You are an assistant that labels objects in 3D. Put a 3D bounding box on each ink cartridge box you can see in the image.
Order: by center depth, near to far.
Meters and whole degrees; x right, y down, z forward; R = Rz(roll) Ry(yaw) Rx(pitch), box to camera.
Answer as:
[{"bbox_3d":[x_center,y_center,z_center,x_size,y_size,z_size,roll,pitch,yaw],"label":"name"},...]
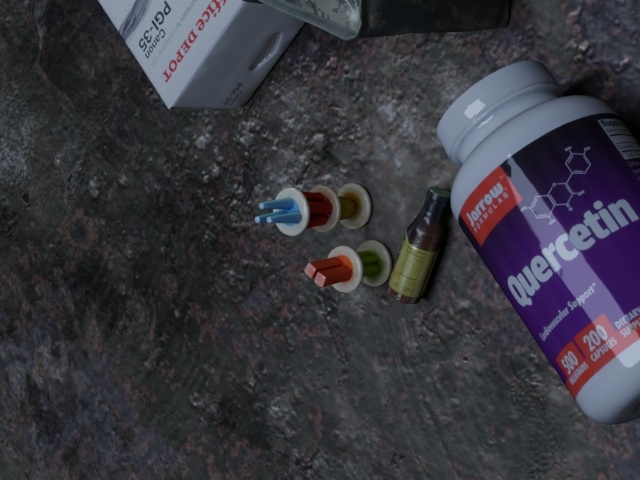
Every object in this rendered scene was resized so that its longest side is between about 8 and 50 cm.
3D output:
[{"bbox_3d":[-0.152,-0.320,1.788,0.207,0.117,0.283,-51,62,34],"label":"ink cartridge box"}]

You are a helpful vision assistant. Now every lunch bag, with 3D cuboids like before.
[{"bbox_3d":[0.023,-0.311,1.548,0.287,0.235,0.169,29,117,37],"label":"lunch bag"}]

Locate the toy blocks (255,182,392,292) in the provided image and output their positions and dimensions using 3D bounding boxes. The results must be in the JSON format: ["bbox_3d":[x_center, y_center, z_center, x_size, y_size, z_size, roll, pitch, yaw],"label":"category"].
[{"bbox_3d":[0.000,0.000,1.667,0.054,0.148,0.123,-29,75,41],"label":"toy blocks"}]

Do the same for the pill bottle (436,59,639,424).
[{"bbox_3d":[0.241,-0.004,1.421,0.181,0.181,0.323,-48,64,35],"label":"pill bottle"}]

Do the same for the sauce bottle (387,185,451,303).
[{"bbox_3d":[0.108,0.005,1.642,0.042,0.042,0.128,34,114,35],"label":"sauce bottle"}]
